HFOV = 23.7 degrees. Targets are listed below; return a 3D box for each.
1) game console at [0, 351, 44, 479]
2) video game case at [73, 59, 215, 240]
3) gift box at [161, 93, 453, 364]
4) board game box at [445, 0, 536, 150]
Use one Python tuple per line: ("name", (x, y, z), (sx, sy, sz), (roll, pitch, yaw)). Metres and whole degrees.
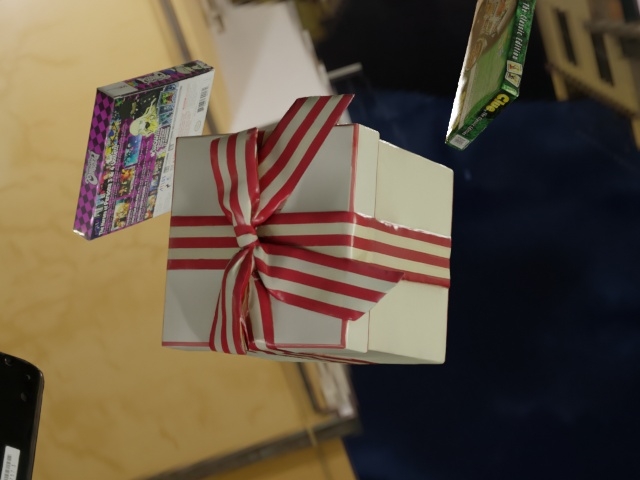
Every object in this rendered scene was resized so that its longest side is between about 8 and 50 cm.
("game console", (-0.482, 0.240, 1.673), (0.060, 0.342, 0.387), (-48, -151, 36))
("video game case", (-0.251, -0.130, 2.179), (0.041, 0.232, 0.210), (31, -146, 26))
("gift box", (0.000, 0.000, 1.584), (0.276, 0.255, 0.258), (-8, 168, 31))
("board game box", (0.223, -0.248, 1.929), (0.136, 0.030, 0.260), (-42, -154, 51))
